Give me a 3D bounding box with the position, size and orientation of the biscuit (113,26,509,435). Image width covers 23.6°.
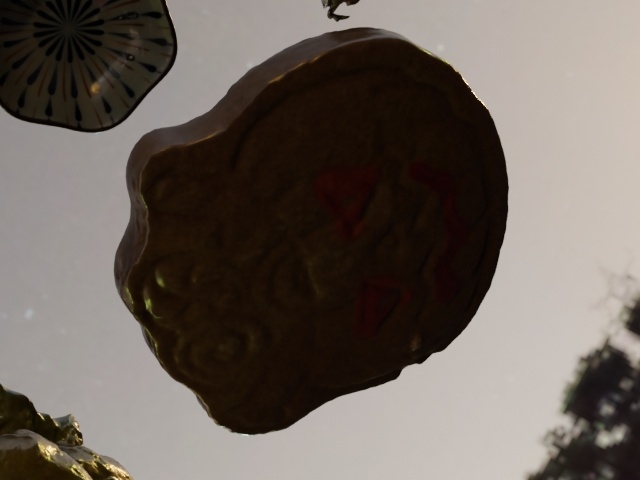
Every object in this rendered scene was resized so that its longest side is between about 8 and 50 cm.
[{"bbox_3d":[0.001,0.001,0.967,0.257,0.049,0.273,-25,-50,-7],"label":"biscuit"}]

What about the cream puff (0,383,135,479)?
[{"bbox_3d":[-0.273,0.203,1.173,0.282,0.282,0.185,26,-123,-68],"label":"cream puff"}]

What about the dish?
[{"bbox_3d":[-0.229,-0.195,1.409,0.191,0.066,0.190,-5,-73,-17],"label":"dish"}]

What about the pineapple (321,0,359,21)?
[{"bbox_3d":[0.008,-0.254,1.052,0.047,0.221,0.221,-11,-37,-5],"label":"pineapple"}]
